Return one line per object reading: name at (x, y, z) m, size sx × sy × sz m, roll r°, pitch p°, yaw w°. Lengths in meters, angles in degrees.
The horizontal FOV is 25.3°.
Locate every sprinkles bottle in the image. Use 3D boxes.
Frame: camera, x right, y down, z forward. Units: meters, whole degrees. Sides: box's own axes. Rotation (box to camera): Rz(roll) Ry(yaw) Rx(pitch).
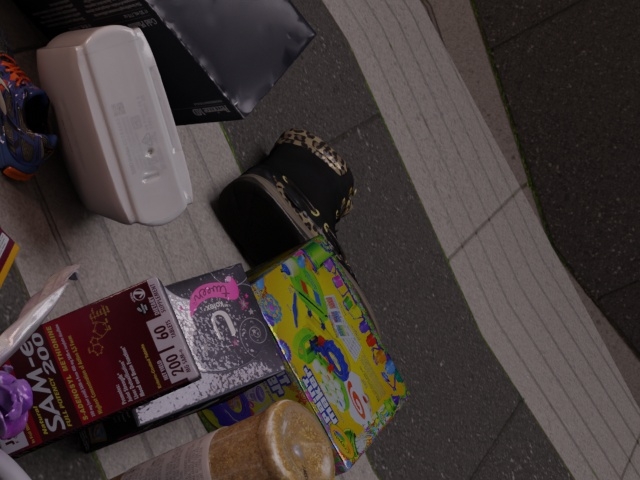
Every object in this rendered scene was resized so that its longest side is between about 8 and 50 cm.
sprinkles bottle at (-0.156, 0.292, 1.597) m, size 0.121 × 0.355 × 0.121 m, roll 41°, pitch 35°, yaw -36°

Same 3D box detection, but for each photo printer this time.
photo printer at (-0.281, -0.154, 1.877) m, size 0.307 × 0.107 × 0.256 m, roll 17°, pitch -55°, yaw 67°

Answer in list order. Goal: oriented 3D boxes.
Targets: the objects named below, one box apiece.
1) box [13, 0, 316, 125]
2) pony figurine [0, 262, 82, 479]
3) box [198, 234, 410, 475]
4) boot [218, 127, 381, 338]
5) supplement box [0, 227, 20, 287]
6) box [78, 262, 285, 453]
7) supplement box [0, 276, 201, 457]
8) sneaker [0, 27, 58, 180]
box at (-0.237, -0.330, 1.995) m, size 0.179 × 0.343 × 0.312 m, roll -51°, pitch 118°, yaw -23°
pony figurine at (-0.395, 0.188, 1.418) m, size 0.351 × 0.303 × 0.363 m, roll -55°, pitch 130°, yaw -51°
box at (-0.046, 0.185, 2.087) m, size 0.290 × 0.177 × 0.279 m, roll 62°, pitch 27°, yaw -4°
boot at (0.000, 0.000, 2.393) m, size 0.377 × 0.138 × 0.284 m, roll 51°, pitch 29°, yaw -13°
supplement box at (-0.451, -0.008, 1.648) m, size 0.188 × 0.081 × 0.104 m, roll 49°, pitch 30°, yaw -26°
box at (-0.196, 0.145, 1.817) m, size 0.247 × 0.142 × 0.163 m, roll -16°, pitch 80°, yaw -43°
supplement box at (-0.273, 0.148, 1.652) m, size 0.073 × 0.239 × 0.130 m, roll 95°, pitch -29°, yaw -82°
sneaker at (-0.402, -0.193, 1.894) m, size 0.083 × 0.087 × 0.221 m, roll -2°, pitch 68°, yaw -62°
